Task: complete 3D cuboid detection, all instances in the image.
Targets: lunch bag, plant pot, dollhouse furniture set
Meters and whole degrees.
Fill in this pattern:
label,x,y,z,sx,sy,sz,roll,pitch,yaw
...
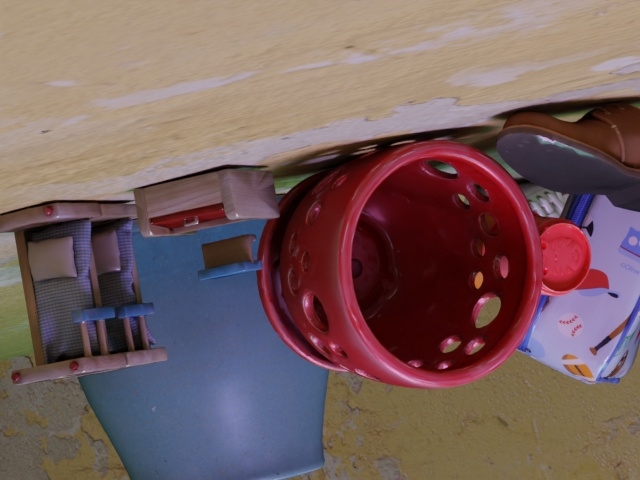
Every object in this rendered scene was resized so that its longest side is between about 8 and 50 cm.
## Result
label,x,y,z,sx,sy,sz,roll,pitch,yaw
lunch bag,0.273,0.006,1.655,0.115,0.243,0.303,23,-175,11
plant pot,0.053,0.018,1.421,0.191,0.191,0.174,-9,-175,-30
dollhouse furniture set,-0.134,0.027,1.343,0.183,0.129,0.129,-12,176,24
plant pot,-0.106,0.108,1.677,0.271,0.255,0.271,-12,176,-1

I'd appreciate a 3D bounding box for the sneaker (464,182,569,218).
label,x,y,z,sx,sy,sz,roll,pitch,yaw
sneaker,0.242,-0.029,1.976,0.123,0.106,0.290,-23,180,20

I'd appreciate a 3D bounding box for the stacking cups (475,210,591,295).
label,x,y,z,sx,sy,sz,roll,pitch,yaw
stacking cups,0.130,0.003,1.575,0.096,0.096,0.316,-9,-172,-29

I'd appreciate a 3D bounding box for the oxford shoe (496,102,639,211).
label,x,y,z,sx,sy,sz,roll,pitch,yaw
oxford shoe,0.216,-0.076,1.399,0.212,0.076,0.076,13,163,-40
